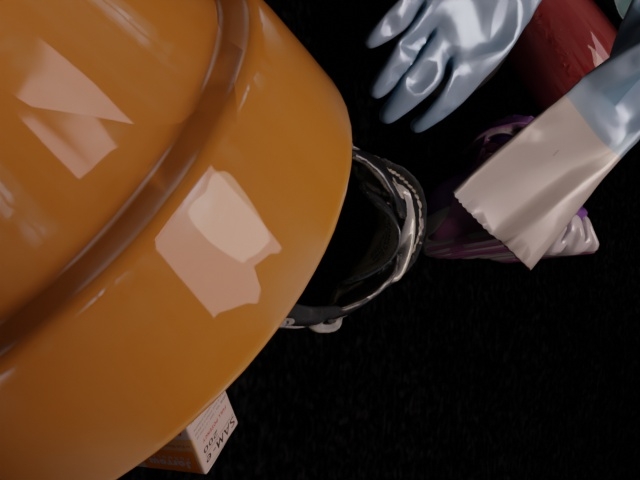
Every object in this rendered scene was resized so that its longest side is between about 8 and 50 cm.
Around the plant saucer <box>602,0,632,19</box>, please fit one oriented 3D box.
[{"bbox_3d":[0.272,-0.259,1.366,0.119,0.021,0.119,-7,97,-62],"label":"plant saucer"}]

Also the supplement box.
[{"bbox_3d":[-0.084,0.056,0.673,0.036,0.062,0.098,-58,140,-44],"label":"supplement box"}]

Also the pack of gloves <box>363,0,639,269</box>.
[{"bbox_3d":[0.150,-0.121,0.896,0.195,0.046,0.232,42,87,-28],"label":"pack of gloves"}]

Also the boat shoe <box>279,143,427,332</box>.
[{"bbox_3d":[0.000,0.000,0.795,0.302,0.091,0.114,-14,105,-61],"label":"boat shoe"}]

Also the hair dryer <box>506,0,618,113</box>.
[{"bbox_3d":[0.183,-0.151,1.145,0.293,0.080,0.223,36,22,-53],"label":"hair dryer"}]

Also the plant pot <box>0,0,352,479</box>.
[{"bbox_3d":[-0.126,-0.046,0.468,0.188,0.205,0.205,48,49,-32],"label":"plant pot"}]

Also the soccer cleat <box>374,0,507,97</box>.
[{"bbox_3d":[0.097,-0.249,0.957,0.116,0.109,0.318,-12,104,-75],"label":"soccer cleat"}]

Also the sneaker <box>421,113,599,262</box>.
[{"bbox_3d":[0.130,-0.039,1.053,0.236,0.095,0.104,4,82,-67],"label":"sneaker"}]
